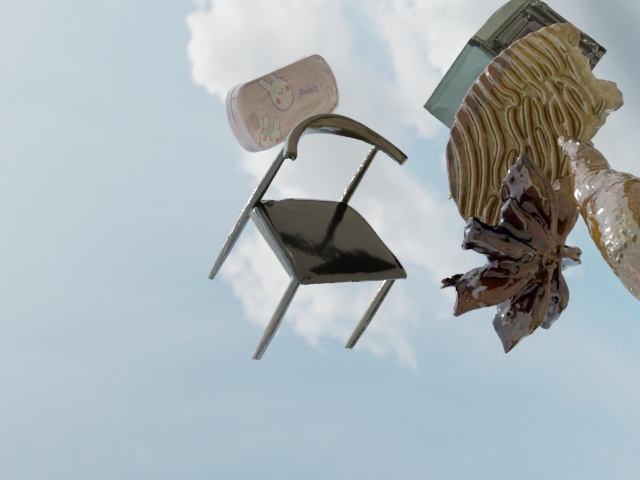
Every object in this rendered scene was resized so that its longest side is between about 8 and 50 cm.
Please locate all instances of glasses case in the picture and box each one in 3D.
[{"bbox_3d":[-0.057,-0.235,1.342,0.297,0.075,0.113,-40,-67,-52],"label":"glasses case"}]

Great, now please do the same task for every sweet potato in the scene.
[{"bbox_3d":[0.202,-0.014,0.521,0.068,0.068,0.226,25,-156,-35],"label":"sweet potato"}]

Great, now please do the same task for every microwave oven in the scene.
[{"bbox_3d":[0.251,-0.206,1.009,0.162,0.122,0.208,38,-135,5],"label":"microwave oven"}]

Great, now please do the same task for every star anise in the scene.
[{"bbox_3d":[0.171,0.011,0.657,0.167,0.057,0.168,-11,-69,-30],"label":"star anise"}]

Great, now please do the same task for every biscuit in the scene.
[{"bbox_3d":[0.202,-0.079,0.749,0.031,0.176,0.229,13,-120,-62],"label":"biscuit"}]

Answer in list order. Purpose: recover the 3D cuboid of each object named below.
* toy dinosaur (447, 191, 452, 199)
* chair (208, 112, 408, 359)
[{"bbox_3d":[0.290,-0.141,1.242,0.094,0.259,0.153,40,-125,-11],"label":"toy dinosaur"},{"bbox_3d":[0.000,0.000,0.992,0.188,0.272,0.166,-2,-138,-37],"label":"chair"}]
